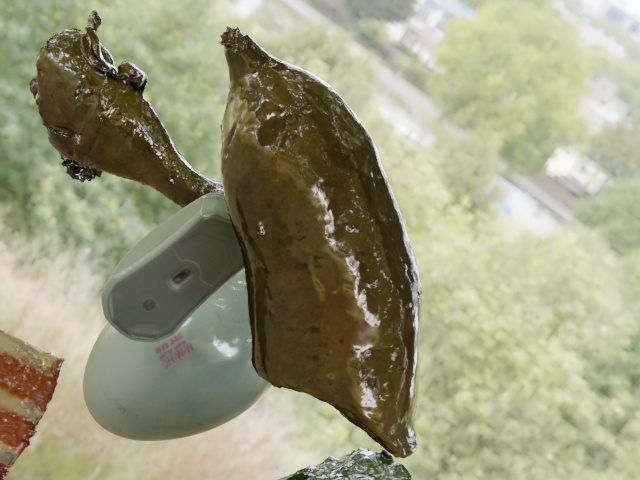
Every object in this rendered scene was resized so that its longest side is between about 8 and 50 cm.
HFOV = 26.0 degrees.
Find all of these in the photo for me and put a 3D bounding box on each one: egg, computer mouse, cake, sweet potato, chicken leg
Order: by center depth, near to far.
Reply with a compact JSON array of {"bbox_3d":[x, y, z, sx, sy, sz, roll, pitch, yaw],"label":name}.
[{"bbox_3d":[0.000,0.000,1.145,0.158,0.369,0.158,-9,7,1],"label":"sweet potato"},{"bbox_3d":[-0.372,0.110,1.208,0.262,0.158,0.159,-2,-43,36],"label":"cake"},{"bbox_3d":[-0.130,0.018,1.318,0.089,0.182,0.056,45,10,-32],"label":"computer mouse"},{"bbox_3d":[-0.150,0.125,1.543,0.183,0.264,0.183,49,18,-22],"label":"egg"},{"bbox_3d":[-0.284,-0.133,1.968,0.361,0.211,0.140,53,46,-5],"label":"chicken leg"}]

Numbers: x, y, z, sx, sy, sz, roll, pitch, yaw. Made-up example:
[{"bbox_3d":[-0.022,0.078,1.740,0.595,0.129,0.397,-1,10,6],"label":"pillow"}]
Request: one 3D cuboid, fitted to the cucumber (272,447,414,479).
[{"bbox_3d":[-0.061,0.288,1.302,0.325,0.105,0.145,-23,26,-39],"label":"cucumber"}]
